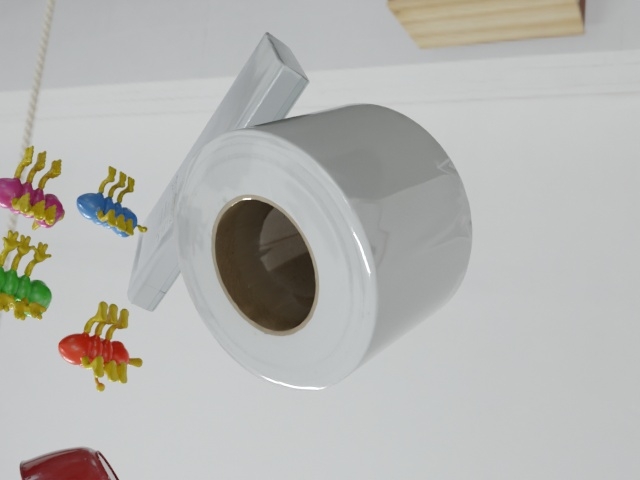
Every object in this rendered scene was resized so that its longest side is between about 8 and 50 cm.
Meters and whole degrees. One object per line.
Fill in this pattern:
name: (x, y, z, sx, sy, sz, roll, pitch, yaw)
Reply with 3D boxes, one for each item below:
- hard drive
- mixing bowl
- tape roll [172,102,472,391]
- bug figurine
hard drive: (-0.144, -0.101, 0.914, 0.047, 0.353, 0.233, 30, -163, -21)
mixing bowl: (-0.353, 0.375, 1.013, 0.098, 0.181, 0.181, -33, -178, -17)
tape roll: (0.000, 0.000, 0.661, 0.246, 0.246, 0.169, -2, -164, 40)
bug figurine: (-0.282, 0.025, 0.769, 0.072, 0.279, 0.216, -24, 143, 25)
